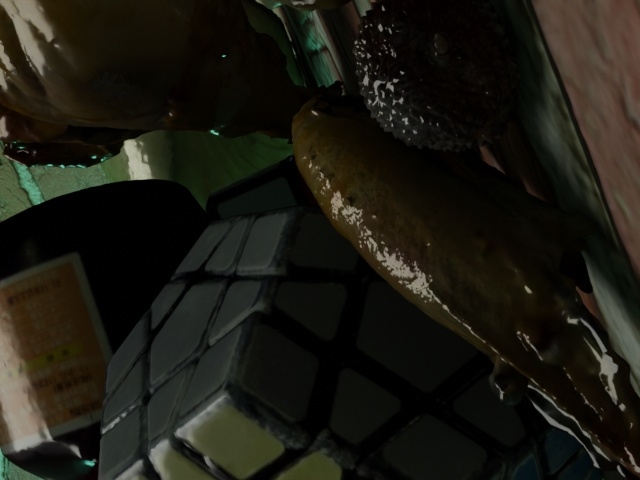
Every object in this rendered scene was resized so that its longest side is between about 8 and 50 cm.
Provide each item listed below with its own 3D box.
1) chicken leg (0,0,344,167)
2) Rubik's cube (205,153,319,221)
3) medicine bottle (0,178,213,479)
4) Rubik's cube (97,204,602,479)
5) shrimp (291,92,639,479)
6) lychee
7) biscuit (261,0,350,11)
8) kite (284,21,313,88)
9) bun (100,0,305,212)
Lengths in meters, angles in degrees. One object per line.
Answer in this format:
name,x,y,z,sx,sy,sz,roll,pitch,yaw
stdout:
chicken leg,-0.145,-0.143,0.767,0.409,0.295,0.182,10,-124,-55
Rubik's cube,0.000,0.000,0.900,0.183,0.180,0.167,63,180,-1
medicine bottle,-0.150,0.168,0.749,0.242,0.243,0.395,72,179,-79
Rubik's cube,0.017,0.121,0.555,0.264,0.319,0.319,29,154,39
shrimp,0.089,0.007,0.367,0.262,0.117,0.066,46,137,26
lychee,0.047,-0.069,0.343,0.083,0.068,0.067,57,-131,-76
biscuit,-0.045,-0.246,0.532,0.329,0.078,0.335,74,172,-63
kite,-0.018,-0.223,1.241,0.232,0.009,0.189,73,173,-74
bun,-0.159,-0.136,1.109,0.364,0.202,0.364,8,-99,-63
